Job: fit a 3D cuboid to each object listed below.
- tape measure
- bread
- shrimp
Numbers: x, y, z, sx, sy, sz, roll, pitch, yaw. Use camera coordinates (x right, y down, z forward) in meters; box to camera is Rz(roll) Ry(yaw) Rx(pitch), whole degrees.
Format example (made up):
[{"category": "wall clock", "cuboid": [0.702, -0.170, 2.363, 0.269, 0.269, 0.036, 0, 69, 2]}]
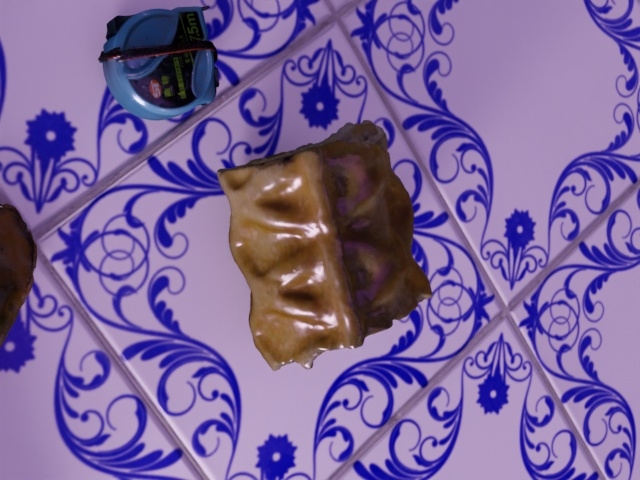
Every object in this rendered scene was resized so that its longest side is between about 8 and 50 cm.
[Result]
[{"category": "tape measure", "cuboid": [-0.186, -0.206, 1.246, 0.146, 0.081, 0.125, -12, 94, -28]}, {"category": "bread", "cuboid": [0.006, -0.002, 1.297, 0.238, 0.196, 0.252, -26, 101, -28]}, {"category": "shrimp", "cuboid": [-0.409, 0.059, 1.142, 0.173, 0.058, 0.253, 38, 68, -19]}]
